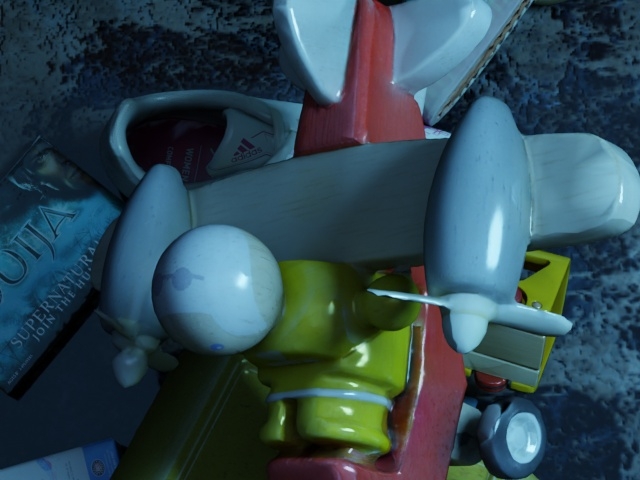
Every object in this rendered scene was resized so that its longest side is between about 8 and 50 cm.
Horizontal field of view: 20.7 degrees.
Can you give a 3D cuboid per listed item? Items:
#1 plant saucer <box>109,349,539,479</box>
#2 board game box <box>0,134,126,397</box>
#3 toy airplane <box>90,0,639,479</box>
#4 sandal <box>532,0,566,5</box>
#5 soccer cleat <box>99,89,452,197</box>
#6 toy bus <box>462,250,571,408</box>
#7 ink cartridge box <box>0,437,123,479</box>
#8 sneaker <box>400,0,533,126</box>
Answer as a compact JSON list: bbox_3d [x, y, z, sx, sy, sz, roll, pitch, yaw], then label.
[{"bbox_3d":[-0.004,0.223,1.311,0.333,0.081,0.332,22,44,5],"label":"plant saucer"},{"bbox_3d":[-0.247,0.021,1.474,0.126,0.026,0.186,38,82,7],"label":"board game box"},{"bbox_3d":[0.000,0.000,1.196,0.384,0.272,0.386,48,125,31],"label":"toy airplane"},{"bbox_3d":[0.160,-0.303,1.514,0.090,0.060,0.219,-17,79,-2],"label":"sandal"},{"bbox_3d":[-0.019,-0.056,1.426,0.331,0.143,0.116,5,79,2],"label":"soccer cleat"},{"bbox_3d":[0.101,0.041,1.404,0.202,0.191,0.104,50,40,-17],"label":"toy bus"},{"bbox_3d":[-0.212,0.220,1.421,0.122,0.052,0.088,-15,79,-3],"label":"ink cartridge box"},{"bbox_3d":[0.133,-0.245,1.439,0.121,0.108,0.302,38,107,7],"label":"sneaker"}]
